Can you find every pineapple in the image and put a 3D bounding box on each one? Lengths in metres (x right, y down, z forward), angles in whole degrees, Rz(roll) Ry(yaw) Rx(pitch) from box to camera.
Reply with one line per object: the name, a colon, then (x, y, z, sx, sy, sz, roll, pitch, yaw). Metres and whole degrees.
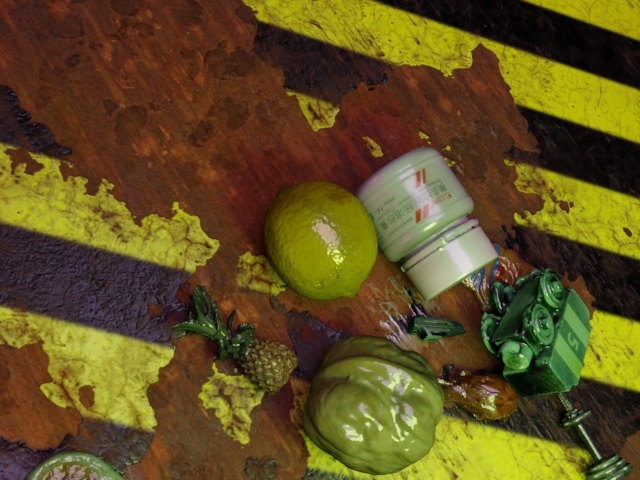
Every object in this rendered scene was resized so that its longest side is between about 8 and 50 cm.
pineapple: (-0.180, 0.212, 1.639, 0.277, 0.130, 0.119, 33, 53, 0)

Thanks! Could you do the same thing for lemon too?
lemon: (-0.001, -0.001, 1.700, 0.268, 0.267, 0.267, 5, 70, -13)

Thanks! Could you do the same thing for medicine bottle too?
medicine bottle: (0.243, -0.036, 1.778, 0.241, 0.241, 0.301, -29, 80, -22)

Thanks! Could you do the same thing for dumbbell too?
dumbbell: (0.619, 0.464, 1.782, 0.110, 0.110, 0.254, -21, 71, -21)

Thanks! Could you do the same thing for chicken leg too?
chicken leg: (0.306, 0.338, 1.751, 0.305, 0.093, 0.113, 14, 79, -5)

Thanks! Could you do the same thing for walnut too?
walnut: (0.109, 0.340, 1.599, 0.277, 0.253, 0.281, 24, 66, -5)

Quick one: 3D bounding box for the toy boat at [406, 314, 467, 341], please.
toy boat: (0.275, 0.206, 1.802, 0.141, 0.055, 0.060, 6, 62, -13)

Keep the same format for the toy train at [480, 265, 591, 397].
toy train: (0.494, 0.206, 1.768, 0.238, 0.167, 0.299, 51, 46, -18)

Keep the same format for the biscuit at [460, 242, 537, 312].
biscuit: (0.450, 0.097, 1.903, 0.281, 0.043, 0.183, 10, 72, -8)

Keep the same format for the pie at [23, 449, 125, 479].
pie: (-0.474, 0.525, 1.486, 0.241, 0.054, 0.240, 4, 72, -12)
